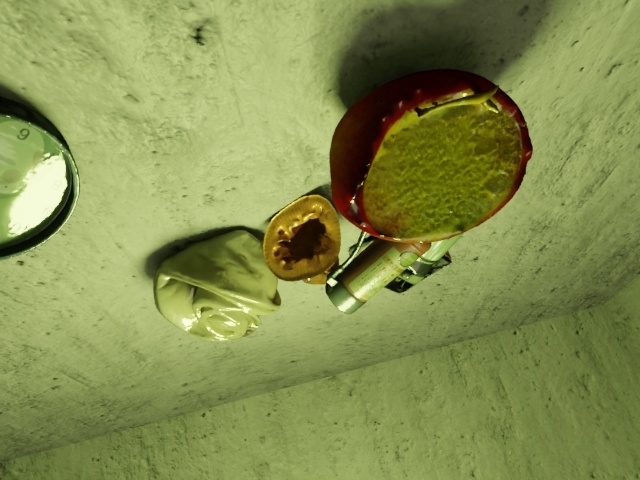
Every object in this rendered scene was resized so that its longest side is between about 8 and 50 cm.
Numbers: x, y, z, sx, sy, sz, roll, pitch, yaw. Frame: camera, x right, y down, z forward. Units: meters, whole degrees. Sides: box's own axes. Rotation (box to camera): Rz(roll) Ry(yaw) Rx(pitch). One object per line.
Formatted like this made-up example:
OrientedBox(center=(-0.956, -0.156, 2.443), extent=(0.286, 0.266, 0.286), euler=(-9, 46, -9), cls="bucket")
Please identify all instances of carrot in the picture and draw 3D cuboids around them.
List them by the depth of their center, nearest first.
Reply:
OrientedBox(center=(0.011, 0.126, 1.728), extent=(0.186, 0.060, 0.060), euler=(8, 143, -40), cls="carrot")

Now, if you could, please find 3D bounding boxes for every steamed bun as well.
OrientedBox(center=(-0.281, 0.160, 1.437), extent=(0.368, 0.255, 0.342), euler=(-26, 147, 15), cls="steamed bun")

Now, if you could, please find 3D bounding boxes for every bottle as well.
OrientedBox(center=(0.306, -0.030, 1.397), extent=(0.169, 0.168, 0.347), euler=(9, 123, -38), cls="bottle")

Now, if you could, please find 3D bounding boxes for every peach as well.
OrientedBox(center=(0.204, -0.174, 1.039), extent=(0.406, 0.310, 0.335), euler=(-29, 112, 0), cls="peach")

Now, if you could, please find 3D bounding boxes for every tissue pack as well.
OrientedBox(center=(0.280, 0.066, 1.691), extent=(0.245, 0.123, 0.332), euler=(-29, 149, 27), cls="tissue pack")

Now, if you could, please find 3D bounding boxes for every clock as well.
OrientedBox(center=(-0.598, -0.097, 0.881), extent=(0.319, 0.066, 0.318), euler=(-28, 142, -24), cls="clock")

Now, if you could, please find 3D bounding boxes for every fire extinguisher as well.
OrientedBox(center=(0.162, 0.032, 1.267), extent=(0.376, 0.113, 0.200), euler=(-42, 148, 17), cls="fire extinguisher")

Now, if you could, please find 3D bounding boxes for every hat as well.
OrientedBox(center=(0.000, 0.000, 1.420), extent=(0.234, 0.244, 0.233), euler=(12, -177, 27), cls="hat")
